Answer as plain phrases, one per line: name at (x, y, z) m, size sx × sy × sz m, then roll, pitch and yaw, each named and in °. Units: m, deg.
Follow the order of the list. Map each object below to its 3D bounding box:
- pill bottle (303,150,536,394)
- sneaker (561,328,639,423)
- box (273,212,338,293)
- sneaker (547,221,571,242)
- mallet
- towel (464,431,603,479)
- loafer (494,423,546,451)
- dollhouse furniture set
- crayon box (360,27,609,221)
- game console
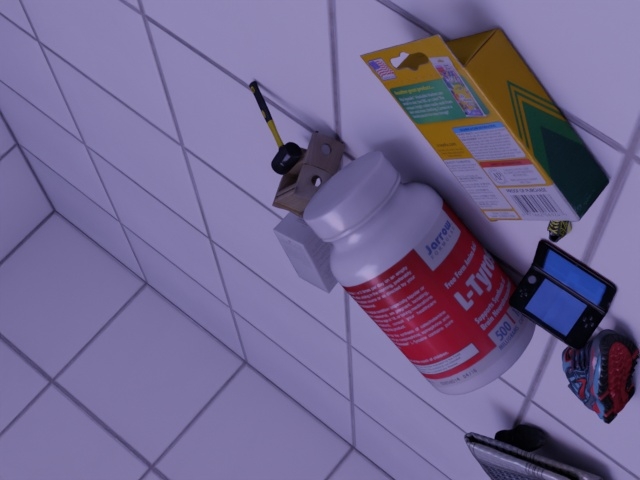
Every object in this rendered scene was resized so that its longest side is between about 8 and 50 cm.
pill bottle at (0.165, 0.052, 1.862) m, size 0.407 × 0.229 × 0.229 m, roll 48°, pitch 161°, yaw -17°
sneaker at (0.457, 0.220, 1.847) m, size 0.125 × 0.104 × 0.262 m, roll 34°, pitch 160°, yaw 29°
box at (0.000, 0.000, 2.233) m, size 0.091 × 0.130 × 0.170 m, roll 27°, pitch 156°, yaw 36°
sneaker at (0.353, -0.025, 1.615) m, size 0.031 × 0.035 × 0.083 m, roll 29°, pitch 157°, yaw 33°
mallet at (-0.094, -0.205, 1.999) m, size 0.189 × 0.039 × 0.062 m, roll 61°, pitch 139°, yaw 26°
towel at (0.502, 0.553, 2.438) m, size 0.324 × 0.056 × 0.312 m, roll 14°, pitch 154°, yaw 33°
loafer at (0.457, 0.445, 2.437) m, size 0.061 × 0.062 × 0.170 m, roll 12°, pitch 166°, yaw -21°
dollhouse furniture set at (0.031, -0.099, 2.012) m, size 0.184 × 0.129 × 0.129 m, roll 22°, pitch 166°, yaw -16°
crayon box at (0.223, -0.168, 1.490) m, size 0.323 × 0.083 × 0.203 m, roll 49°, pitch 161°, yaw -20°
game console at (0.383, 0.089, 1.741) m, size 0.144 × 0.124 × 0.085 m, roll 36°, pitch -173°, yaw 21°
